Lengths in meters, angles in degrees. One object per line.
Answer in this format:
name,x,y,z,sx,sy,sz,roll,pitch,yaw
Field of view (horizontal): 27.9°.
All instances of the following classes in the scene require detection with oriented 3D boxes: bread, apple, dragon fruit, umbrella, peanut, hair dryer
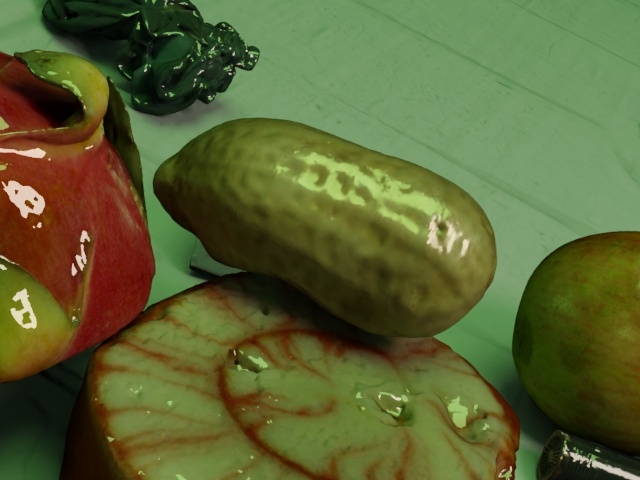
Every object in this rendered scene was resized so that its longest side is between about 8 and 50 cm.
bread,-0.019,0.145,0.871,0.295,0.114,0.327,27,30,11
apple,0.259,0.086,1.094,0.196,0.196,0.196,18,30,-11
dragon fruit,-0.257,-0.034,0.854,0.290,0.189,0.290,-4,19,1
umbrella,-0.217,-0.255,1.400,0.143,0.094,0.349,-19,48,-43
peanut,0.000,-0.012,0.919,0.253,0.137,0.122,22,67,2
hair dryer,0.257,0.244,0.984,0.173,0.050,0.195,19,34,-7

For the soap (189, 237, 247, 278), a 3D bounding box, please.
soap,0.000,0.000,1.146,0.230,0.091,0.145,22,26,-3
